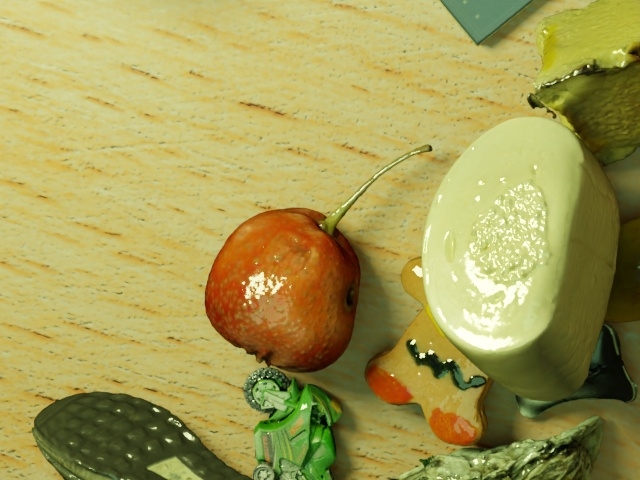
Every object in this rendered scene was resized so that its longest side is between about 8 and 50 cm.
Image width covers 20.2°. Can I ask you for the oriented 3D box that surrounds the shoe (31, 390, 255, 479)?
[{"bbox_3d":[-0.175,0.301,1.960,0.336,0.132,0.171,31,133,23],"label":"shoe"}]

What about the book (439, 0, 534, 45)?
[{"bbox_3d":[0.199,-0.348,1.779,0.269,0.025,0.191,-39,94,17],"label":"book"}]

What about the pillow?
[{"bbox_3d":[0.258,0.137,1.878,0.136,0.055,0.091,-13,136,30],"label":"pillow"}]

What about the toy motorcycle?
[{"bbox_3d":[-0.023,0.224,1.950,0.106,0.074,0.190,-8,103,3],"label":"toy motorcycle"}]

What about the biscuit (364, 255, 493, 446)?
[{"bbox_3d":[0.149,0.080,1.873,0.165,0.036,0.250,30,100,16],"label":"biscuit"}]

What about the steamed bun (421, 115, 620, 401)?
[{"bbox_3d":[0.194,0.018,1.746,0.155,0.200,0.250,9,75,27],"label":"steamed bun"}]

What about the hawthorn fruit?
[{"bbox_3d":[0.000,0.000,1.851,0.165,0.165,0.285,32,98,0],"label":"hawthorn fruit"}]

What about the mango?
[{"bbox_3d":[0.319,0.032,1.833,0.161,0.076,0.103,-22,105,18],"label":"mango"}]

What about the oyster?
[{"bbox_3d":[0.157,0.295,1.908,0.351,0.162,0.158,-34,54,9],"label":"oyster"}]

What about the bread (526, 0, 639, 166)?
[{"bbox_3d":[0.279,-0.145,1.747,0.140,0.160,0.169,-17,101,14],"label":"bread"}]
